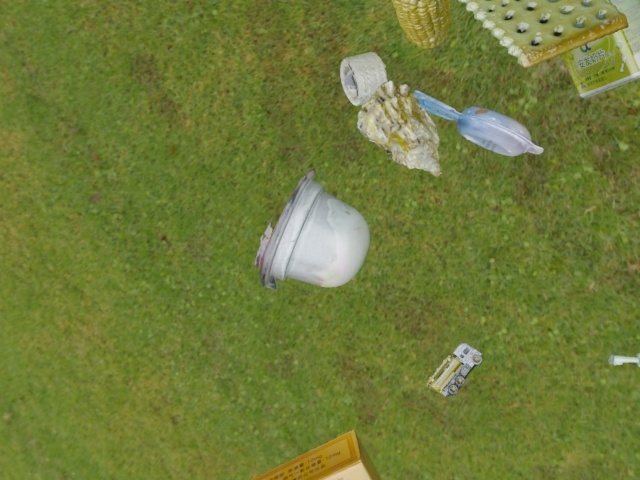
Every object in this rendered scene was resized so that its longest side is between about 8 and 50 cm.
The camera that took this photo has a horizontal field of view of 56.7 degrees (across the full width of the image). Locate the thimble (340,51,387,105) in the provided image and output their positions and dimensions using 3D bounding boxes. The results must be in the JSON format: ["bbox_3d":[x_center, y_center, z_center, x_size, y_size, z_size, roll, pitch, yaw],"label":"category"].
[{"bbox_3d":[0.105,-0.401,1.467,0.115,0.090,0.102,66,161,11],"label":"thimble"}]

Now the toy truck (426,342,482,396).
[{"bbox_3d":[0.278,0.269,1.226,0.063,0.123,0.052,38,169,19],"label":"toy truck"}]

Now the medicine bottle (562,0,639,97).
[{"bbox_3d":[0.378,-0.303,0.795,0.088,0.132,0.189,-27,94,-6],"label":"medicine bottle"}]

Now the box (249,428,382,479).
[{"bbox_3d":[-0.036,0.392,0.784,0.274,0.076,0.174,-27,105,2],"label":"box"}]

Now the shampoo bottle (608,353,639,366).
[{"bbox_3d":[0.437,0.141,0.676,0.195,0.056,0.056,0,118,10],"label":"shampoo bottle"}]

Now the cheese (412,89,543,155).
[{"bbox_3d":[0.276,-0.206,1.049,0.244,0.135,0.052,26,93,9],"label":"cheese"}]

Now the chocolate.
[{"bbox_3d":[-0.001,0.008,0.941,0.147,0.221,0.221,31,124,5],"label":"chocolate"}]

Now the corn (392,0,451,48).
[{"bbox_3d":[0.223,-0.524,1.303,0.130,0.347,0.130,-1,84,14],"label":"corn"}]

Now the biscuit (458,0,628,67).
[{"bbox_3d":[0.201,-0.282,0.630,0.231,0.139,0.016,59,166,26],"label":"biscuit"}]

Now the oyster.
[{"bbox_3d":[0.117,-0.164,0.883,0.121,0.045,0.146,-4,113,6],"label":"oyster"}]
